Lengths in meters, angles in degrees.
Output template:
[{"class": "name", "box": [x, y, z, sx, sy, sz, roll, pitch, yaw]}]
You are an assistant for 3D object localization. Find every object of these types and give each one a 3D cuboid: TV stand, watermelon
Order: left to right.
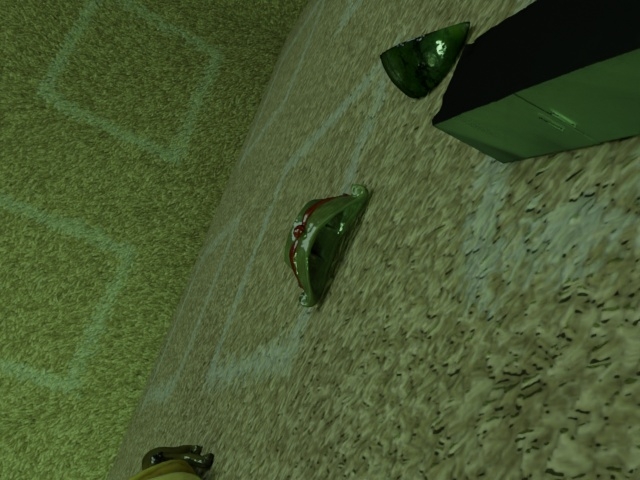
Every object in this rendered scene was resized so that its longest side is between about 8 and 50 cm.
[{"class": "watermelon", "box": [0.135, -0.232, 0.907, 0.092, 0.075, 0.181, -23, 11, -11]}, {"class": "TV stand", "box": [0.179, -0.120, 0.470, 0.088, 0.083, 0.269, -68, 14, -6]}]

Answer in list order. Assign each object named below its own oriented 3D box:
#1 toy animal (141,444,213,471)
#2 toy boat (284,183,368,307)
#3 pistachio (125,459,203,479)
[{"class": "toy animal", "box": [-0.259, 0.392, 1.164, 0.103, 0.101, 0.219, -68, 14, -17]}, {"class": "toy boat", "box": [-0.001, -0.001, 0.942, 0.089, 0.071, 0.185, 23, -87, -62]}, {"class": "pistachio", "box": [-0.262, 0.422, 1.017, 0.200, 0.145, 0.117, -43, 36, -7]}]
